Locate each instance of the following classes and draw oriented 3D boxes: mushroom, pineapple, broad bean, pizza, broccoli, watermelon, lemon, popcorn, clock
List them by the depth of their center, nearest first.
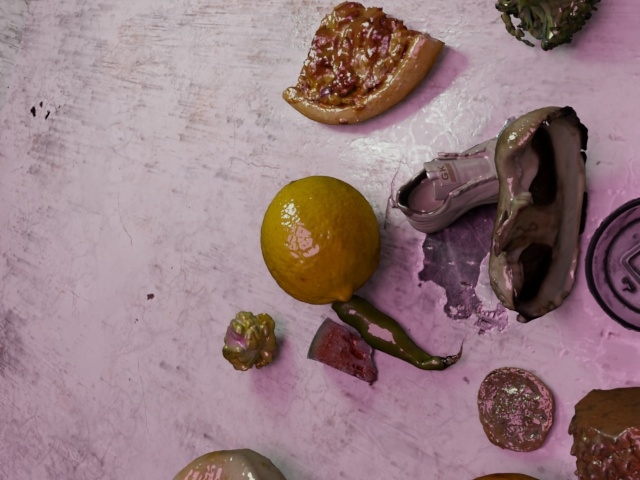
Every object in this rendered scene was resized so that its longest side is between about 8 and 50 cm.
[{"bbox_3d":[0.483,0.396,1.012,0.202,0.202,0.362,-7,97,37],"label":"pineapple"},{"bbox_3d":[0.541,0.039,1.100,0.226,0.049,0.226,-9,76,38],"label":"clock"},{"bbox_3d":[0.343,-0.048,1.146,0.130,0.247,0.344,13,114,47],"label":"mushroom"},{"bbox_3d":[0.353,-0.460,1.197,0.177,0.275,0.198,-58,43,17],"label":"broccoli"},{"bbox_3d":[0.145,0.183,1.382,0.318,0.056,0.098,17,94,36],"label":"broad bean"},{"bbox_3d":[0.001,-0.001,1.411,0.267,0.267,0.267,-8,77,37],"label":"lemon"},{"bbox_3d":[0.039,0.224,1.423,0.158,0.121,0.098,22,83,37],"label":"watermelon"},{"bbox_3d":[0.081,-0.392,1.508,0.409,0.114,0.277,-4,85,35],"label":"pizza"},{"bbox_3d":[-0.163,0.229,1.575,0.126,0.126,0.145,47,139,49],"label":"popcorn"}]

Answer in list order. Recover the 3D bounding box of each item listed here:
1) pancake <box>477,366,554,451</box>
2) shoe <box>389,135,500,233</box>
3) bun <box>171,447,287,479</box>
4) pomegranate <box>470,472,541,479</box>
[{"bbox_3d":[0.341,0.299,1.224,0.152,0.025,0.151,-7,78,36],"label":"pancake"},{"bbox_3d":[0.260,-0.117,1.280,0.316,0.159,0.124,-33,62,33],"label":"shoe"},{"bbox_3d":[-0.184,0.630,1.456,0.365,0.219,0.365,-18,56,28],"label":"bun"},{"bbox_3d":[0.290,0.499,1.080,0.264,0.264,0.264,-8,77,37],"label":"pomegranate"}]
